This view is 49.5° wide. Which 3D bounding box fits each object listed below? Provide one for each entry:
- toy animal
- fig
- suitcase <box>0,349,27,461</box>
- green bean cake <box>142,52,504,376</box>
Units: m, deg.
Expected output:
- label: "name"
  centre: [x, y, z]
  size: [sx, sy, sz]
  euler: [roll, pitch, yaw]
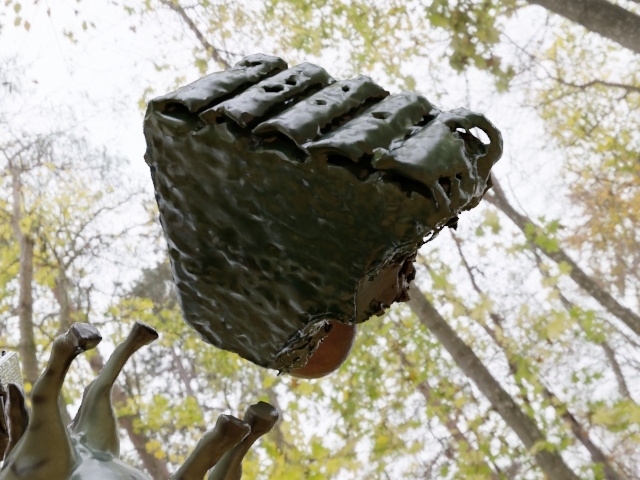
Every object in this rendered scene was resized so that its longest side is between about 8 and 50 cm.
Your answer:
- label: "toy animal"
  centre: [-0.090, 0.155, 0.392]
  size: [0.170, 0.255, 0.090]
  euler: [-47, -26, 8]
- label: "fig"
  centre: [-0.033, 0.155, 1.377]
  size: [0.215, 0.235, 0.235]
  euler: [20, -60, -11]
- label: "suitcase"
  centre: [-0.678, 0.335, 1.405]
  size: [0.128, 0.312, 0.202]
  euler: [-11, -89, -17]
- label: "green bean cake"
  centre: [0.000, 0.000, 0.439]
  size: [0.107, 0.194, 0.208]
  euler: [-47, -31, -44]
